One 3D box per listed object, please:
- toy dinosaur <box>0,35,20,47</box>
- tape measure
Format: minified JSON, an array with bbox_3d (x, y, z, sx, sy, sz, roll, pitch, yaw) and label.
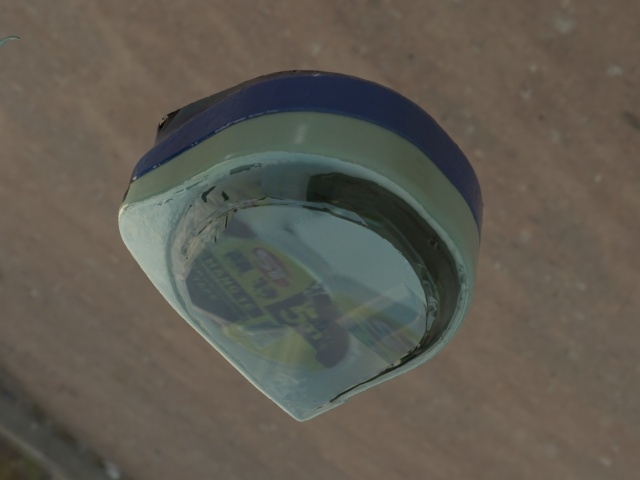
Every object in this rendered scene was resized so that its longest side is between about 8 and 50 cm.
[{"bbox_3d":[-0.315,-0.159,1.570,0.062,0.083,0.021,103,151,-62],"label":"toy dinosaur"},{"bbox_3d":[-0.002,0.002,1.348,0.262,0.138,0.259,-22,126,37],"label":"tape measure"}]
